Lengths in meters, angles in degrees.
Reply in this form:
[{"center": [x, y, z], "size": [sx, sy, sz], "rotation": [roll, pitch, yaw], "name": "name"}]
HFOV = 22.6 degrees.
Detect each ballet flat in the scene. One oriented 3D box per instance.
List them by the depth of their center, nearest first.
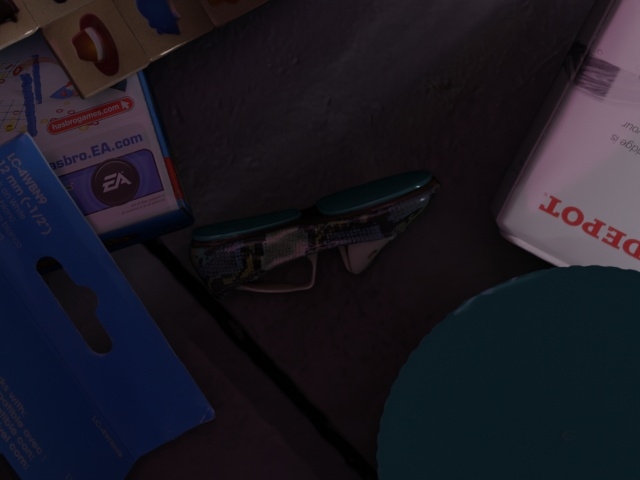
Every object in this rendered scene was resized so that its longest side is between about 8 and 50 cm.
[{"center": [0.000, 0.000, 1.163], "size": [0.188, 0.070, 0.070], "rotation": [-14, 82, 3], "name": "ballet flat"}]

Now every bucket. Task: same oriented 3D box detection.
[{"center": [0.172, 0.164, 1.011], "size": [0.281, 0.183, 0.281], "rotation": [-9, 54, 13], "name": "bucket"}]

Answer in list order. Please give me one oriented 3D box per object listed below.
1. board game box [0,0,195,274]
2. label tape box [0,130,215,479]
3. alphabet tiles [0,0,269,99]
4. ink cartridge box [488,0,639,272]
[{"center": [-0.282, -0.112, 1.172], "size": [0.308, 0.086, 0.302], "rotation": [-17, 82, 1], "name": "board game box"}, {"center": [-0.281, 0.125, 1.075], "size": [0.347, 0.115, 0.249], "rotation": [-31, 105, 5], "name": "label tape box"}, {"center": [-0.152, -0.271, 1.149], "size": [0.342, 0.011, 0.285], "rotation": [-32, 89, -25], "name": "alphabet tiles"}, {"center": [0.266, -0.092, 1.086], "size": [0.207, 0.117, 0.283], "rotation": [27, 99, -1], "name": "ink cartridge box"}]
